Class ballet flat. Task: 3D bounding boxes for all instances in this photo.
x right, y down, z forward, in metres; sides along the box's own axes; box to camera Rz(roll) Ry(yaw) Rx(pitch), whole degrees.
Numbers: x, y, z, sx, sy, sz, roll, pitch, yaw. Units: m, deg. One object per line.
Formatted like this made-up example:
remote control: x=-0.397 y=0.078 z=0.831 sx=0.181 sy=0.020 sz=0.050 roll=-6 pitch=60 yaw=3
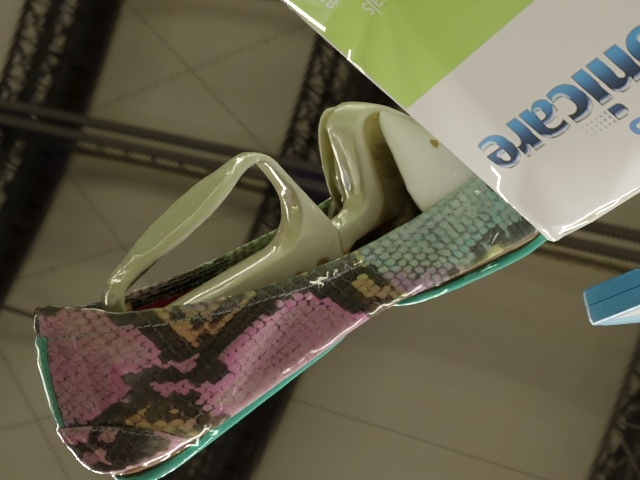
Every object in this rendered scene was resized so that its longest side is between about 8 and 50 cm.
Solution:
ballet flat: x=0.000 y=0.000 z=0.483 sx=0.221 sy=0.079 sz=0.077 roll=-29 pitch=-162 yaw=-28

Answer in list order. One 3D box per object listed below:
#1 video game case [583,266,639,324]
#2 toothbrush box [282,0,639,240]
video game case: x=0.182 y=-0.003 z=0.446 sx=0.166 sy=0.119 sz=0.015 roll=-30 pitch=-113 yaw=55
toothbrush box: x=0.038 y=-0.177 z=0.388 sx=0.206 sy=0.283 sz=0.122 roll=-54 pitch=-173 yaw=-30
